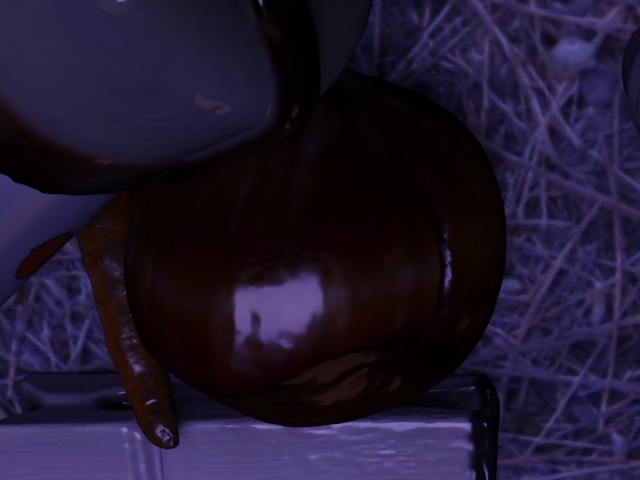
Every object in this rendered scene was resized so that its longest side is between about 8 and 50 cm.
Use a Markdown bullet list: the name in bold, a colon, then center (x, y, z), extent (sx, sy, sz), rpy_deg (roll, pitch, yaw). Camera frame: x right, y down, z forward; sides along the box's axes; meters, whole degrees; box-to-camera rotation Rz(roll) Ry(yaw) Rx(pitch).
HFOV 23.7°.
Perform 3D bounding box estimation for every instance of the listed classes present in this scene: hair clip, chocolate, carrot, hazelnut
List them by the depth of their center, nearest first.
- **chocolate**: center (-0.087, -0.171, 0.756), extent (0.186, 0.283, 0.283), rpy_deg (-19, 108, 44)
- **hazelnut**: center (0.000, 0.000, 0.906), extent (0.229, 0.229, 0.229), rpy_deg (2, 109, 6)
- **carrot**: center (-0.124, 0.043, 0.970), extent (0.047, 0.047, 0.191), rpy_deg (-17, 75, 12)
- **hair clip**: center (-0.048, 0.128, 1.007), extent (0.331, 0.101, 0.085), rpy_deg (1, 112, 9)

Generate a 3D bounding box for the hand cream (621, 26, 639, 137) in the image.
- **hand cream**: center (0.216, -0.062, 0.827), extent (0.083, 0.248, 0.133), rpy_deg (17, 108, -1)

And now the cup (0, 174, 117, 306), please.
- **cup**: center (-0.265, -0.032, 0.914), extent (0.317, 0.212, 0.212), rpy_deg (-41, 100, 17)
